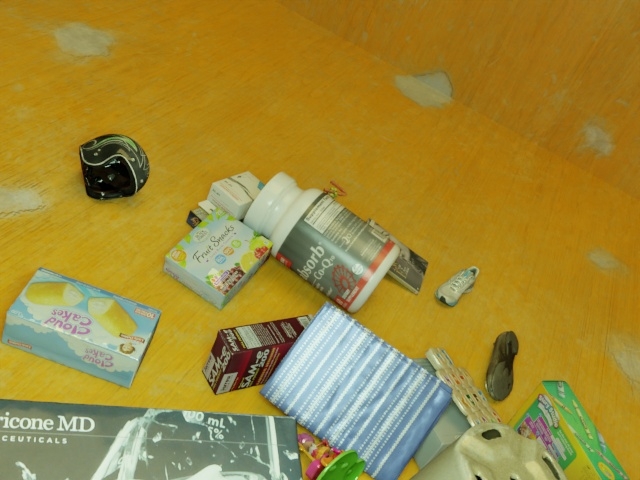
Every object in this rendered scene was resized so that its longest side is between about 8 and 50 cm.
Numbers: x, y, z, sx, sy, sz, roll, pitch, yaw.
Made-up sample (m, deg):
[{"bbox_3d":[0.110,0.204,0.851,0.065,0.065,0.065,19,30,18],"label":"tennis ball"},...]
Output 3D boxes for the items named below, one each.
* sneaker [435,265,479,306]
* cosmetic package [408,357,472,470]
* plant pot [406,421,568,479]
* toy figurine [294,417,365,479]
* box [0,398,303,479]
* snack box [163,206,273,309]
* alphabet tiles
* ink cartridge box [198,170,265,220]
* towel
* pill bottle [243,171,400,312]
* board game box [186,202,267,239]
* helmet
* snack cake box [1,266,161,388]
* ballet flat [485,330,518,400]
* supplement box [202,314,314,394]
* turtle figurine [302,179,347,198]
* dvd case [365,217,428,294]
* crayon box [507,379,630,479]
[{"bbox_3d":[0.391,0.119,2.140,0.071,0.083,0.190,39,37,16],"label":"sneaker"},{"bbox_3d":[0.236,0.380,1.670,0.127,0.107,0.238,4,37,-34],"label":"cosmetic package"},{"bbox_3d":[0.270,0.499,1.339,0.333,0.306,0.334,18,35,-13],"label":"plant pot"},{"bbox_3d":[-0.016,0.411,1.476,0.159,0.130,0.173,36,12,31],"label":"toy figurine"},{"bbox_3d":[-0.268,0.485,0.958,0.479,0.297,0.472,9,48,-23],"label":"box"},{"bbox_3d":[-0.242,0.040,1.808,0.174,0.070,0.207,33,49,11],"label":"snack box"},{"bbox_3d":[0.336,0.362,1.703,0.284,0.021,0.278,55,14,19],"label":"alphabet tiles"},{"bbox_3d":[-0.222,-0.113,1.996,0.104,0.060,0.180,39,36,19],"label":"ink cartridge box"},{"bbox_3d":[0.078,0.314,1.559,0.336,0.243,0.040,36,-10,3],"label":"towel"},{"bbox_3d":[0.000,0.000,1.904,0.363,0.210,0.210,36,35,5],"label":"pill bottle"},{"bbox_3d":[-0.211,-0.047,2.010,0.165,0.042,0.243,40,36,21],"label":"board game box"},{"bbox_3d":[-0.513,-0.187,1.898,0.161,0.169,0.169,-10,45,-19],"label":"helmet"},{"bbox_3d":[-0.470,0.172,1.506,0.264,0.089,0.152,21,33,-6],"label":"snack cake box"},{"bbox_3d":[0.458,0.321,1.942,0.084,0.058,0.250,56,35,-18],"label":"ballet flat"},{"bbox_3d":[-0.117,0.239,1.605,0.239,0.130,0.073,-6,44,-37],"label":"supplement box"},{"bbox_3d":[0.019,-0.075,2.144,0.217,0.087,0.270,20,44,-51],"label":"turtle figurine"},{"bbox_3d":[0.203,0.042,2.142,0.221,0.018,0.164,36,34,-4],"label":"dvd case"},{"bbox_3d":[0.545,0.471,1.688,0.081,0.165,0.278,6,39,-26],"label":"crayon box"}]
